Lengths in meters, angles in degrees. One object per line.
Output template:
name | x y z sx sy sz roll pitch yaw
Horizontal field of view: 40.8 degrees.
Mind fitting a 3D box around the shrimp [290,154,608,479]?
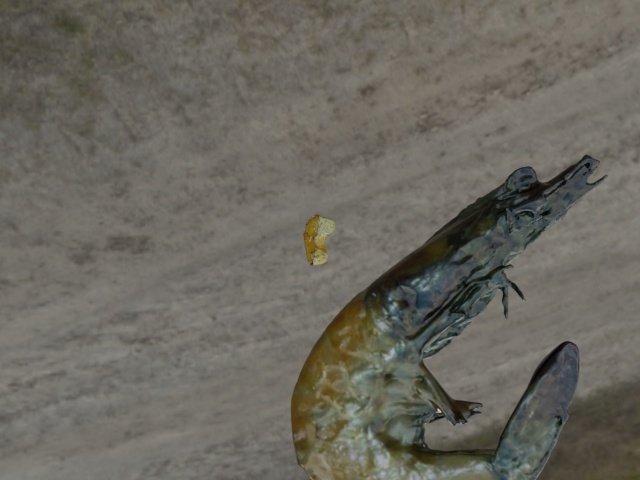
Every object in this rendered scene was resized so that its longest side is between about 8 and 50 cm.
shrimp | 0.155 0.103 0.870 0.445 0.272 0.085 -50 150 2

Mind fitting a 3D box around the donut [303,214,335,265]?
donut | 0.000 0.000 1.506 0.038 0.083 0.067 -3 168 -33
